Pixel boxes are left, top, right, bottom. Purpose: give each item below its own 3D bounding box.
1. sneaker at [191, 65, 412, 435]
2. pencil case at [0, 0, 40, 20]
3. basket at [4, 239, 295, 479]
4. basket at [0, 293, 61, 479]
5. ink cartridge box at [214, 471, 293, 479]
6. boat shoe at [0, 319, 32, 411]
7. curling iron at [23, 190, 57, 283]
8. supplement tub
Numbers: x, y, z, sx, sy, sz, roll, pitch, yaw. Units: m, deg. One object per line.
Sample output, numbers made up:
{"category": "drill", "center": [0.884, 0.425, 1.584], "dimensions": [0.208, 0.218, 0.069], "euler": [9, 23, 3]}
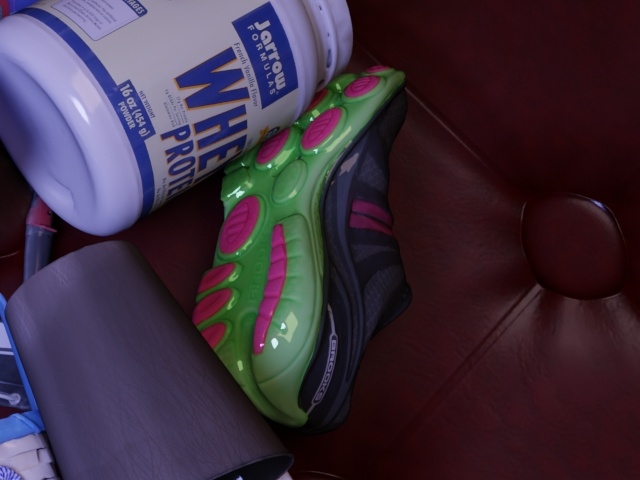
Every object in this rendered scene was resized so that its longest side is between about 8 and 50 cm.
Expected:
{"category": "sneaker", "center": [0.000, 0.000, 1.474], "dimensions": [0.202, 0.185, 0.483], "euler": [54, 40, -36]}
{"category": "pencil case", "center": [-0.366, -0.248, 1.379], "dimensions": [0.133, 0.119, 0.306], "euler": [36, 41, 27]}
{"category": "basket", "center": [-0.157, 0.127, 1.148], "dimensions": [0.204, 0.154, 0.227], "euler": [-12, 64, -50]}
{"category": "basket", "center": [-0.340, 0.196, 1.176], "dimensions": [0.254, 0.201, 0.289], "euler": [-22, 72, -27]}
{"category": "ink cartridge box", "center": [-0.113, 0.227, 1.300], "dimensions": [0.100, 0.172, 0.237], "euler": [-29, 78, -27]}
{"category": "boat shoe", "center": [-0.410, 0.115, 1.288], "dimensions": [0.306, 0.113, 0.105], "euler": [8, 85, -29]}
{"category": "curling iron", "center": [-0.277, -0.016, 1.436], "dimensions": [0.068, 0.035, 0.274], "euler": [14, 62, -13]}
{"category": "supplement tub", "center": [-0.151, -0.177, 1.394], "dimensions": [0.325, 0.235, 0.235], "euler": [-35, 81, -27]}
